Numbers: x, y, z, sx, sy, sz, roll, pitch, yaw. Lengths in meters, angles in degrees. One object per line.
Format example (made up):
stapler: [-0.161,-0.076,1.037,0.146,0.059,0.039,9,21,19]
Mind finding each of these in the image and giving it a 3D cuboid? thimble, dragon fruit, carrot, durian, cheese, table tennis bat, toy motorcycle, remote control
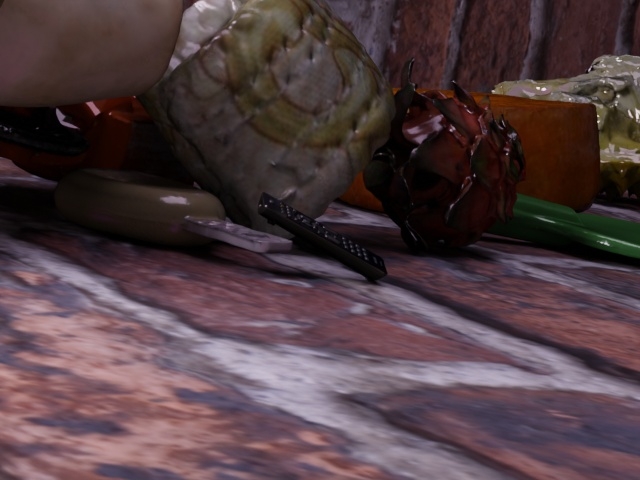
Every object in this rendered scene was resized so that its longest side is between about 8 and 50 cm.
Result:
thimble: [-0.042,-0.094,1.345,0.137,0.143,0.190,-23,24,37]
dragon fruit: [0.092,-0.053,1.447,0.142,0.121,0.130,20,18,-36]
carrot: [0.125,-0.088,1.754,0.258,0.100,0.307,10,11,25]
durian: [0.330,-0.123,2.098,0.306,0.166,0.172,0,3,15]
cheese: [-0.088,-0.014,1.253,0.097,0.037,0.192,1,10,-41]
table tennis bat: [0.218,-0.006,1.577,0.257,0.039,0.160,13,7,-10]
toy motorcycle: [-0.191,-0.100,1.435,0.221,0.148,0.326,25,13,29]
remote control: [0.000,0.000,1.215,0.091,0.016,0.034,30,15,-14]

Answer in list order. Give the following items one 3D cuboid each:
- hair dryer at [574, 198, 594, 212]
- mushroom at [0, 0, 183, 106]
hair dryer: [0.199,-0.053,1.918,0.106,0.054,0.154,1,-1,-13]
mushroom: [-0.272,-0.186,1.155,0.356,0.315,0.315,-37,33,-30]
